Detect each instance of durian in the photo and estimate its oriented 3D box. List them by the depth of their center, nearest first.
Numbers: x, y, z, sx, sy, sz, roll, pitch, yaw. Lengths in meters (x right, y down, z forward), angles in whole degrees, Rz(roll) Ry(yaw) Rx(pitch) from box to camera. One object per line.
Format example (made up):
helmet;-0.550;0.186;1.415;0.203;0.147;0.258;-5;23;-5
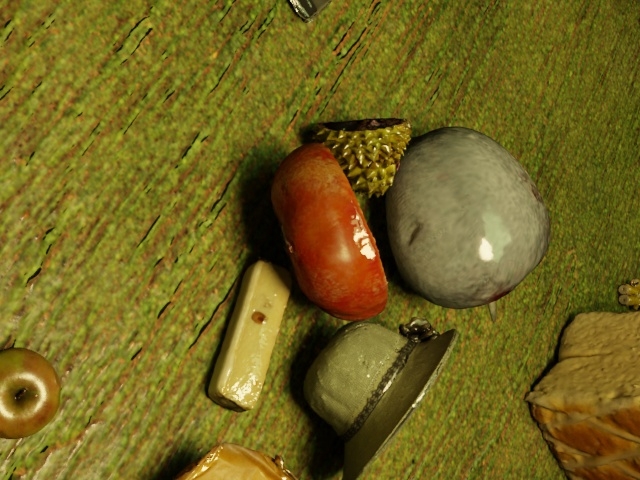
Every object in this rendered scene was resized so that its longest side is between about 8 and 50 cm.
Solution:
durian;0.051;-0.108;1.266;0.118;0.186;0.108;-9;102;-17

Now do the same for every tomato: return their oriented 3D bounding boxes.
tomato;0.000;0.000;1.165;0.095;0.237;0.237;-22;100;-6

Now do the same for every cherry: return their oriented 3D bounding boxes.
cherry;0.208;-0.023;1.348;0.255;0.218;0.296;-30;93;-44

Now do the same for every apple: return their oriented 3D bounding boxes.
apple;-0.301;0.150;0.918;0.089;0.074;0.090;7;79;-41

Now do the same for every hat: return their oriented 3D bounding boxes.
hat;0.053;0.179;1.198;0.130;0.257;0.257;37;53;3

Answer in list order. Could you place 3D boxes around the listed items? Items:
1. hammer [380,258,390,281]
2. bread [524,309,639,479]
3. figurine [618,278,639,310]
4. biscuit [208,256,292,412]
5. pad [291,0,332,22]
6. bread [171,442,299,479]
hammer;0.055;-0.004;1.297;0.078;0.021;0.201;-58;136;-44
bread;0.598;0.325;1.561;0.279;0.390;0.371;-43;114;-31
figurine;0.651;0.115;1.862;0.143;0.068;0.101;-23;96;-32
biscuit;-0.087;0.114;1.150;0.056;0.052;0.188;26;63;-25
pad;-0.034;-0.442;1.317;0.174;0.022;0.233;-49;115;-37
bread;-0.104;0.332;1.031;0.199;0.104;0.199;10;61;-19
